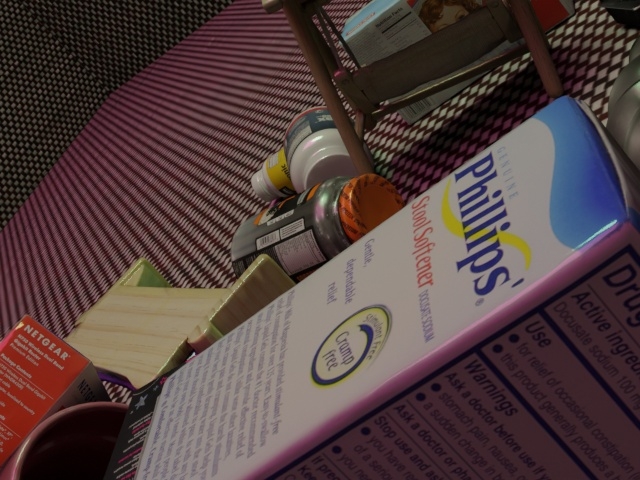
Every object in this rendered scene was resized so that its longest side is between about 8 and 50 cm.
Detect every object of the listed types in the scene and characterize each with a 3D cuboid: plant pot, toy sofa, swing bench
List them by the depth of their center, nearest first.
[{"bbox_3d":[-0.209,0.273,0.965,0.180,0.201,0.201,-48,13,40],"label":"plant pot"},{"bbox_3d":[-0.141,0.127,1.155,0.177,0.150,0.362,-50,22,-22],"label":"toy sofa"},{"bbox_3d":[0.106,-0.248,1.228,0.253,0.254,0.165,-23,26,16],"label":"swing bench"}]

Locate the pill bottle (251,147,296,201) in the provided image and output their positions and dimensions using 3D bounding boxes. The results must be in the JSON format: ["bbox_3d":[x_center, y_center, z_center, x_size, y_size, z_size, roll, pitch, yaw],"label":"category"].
[{"bbox_3d":[-0.042,-0.101,1.550,0.116,0.065,0.065,-30,24,33],"label":"pill bottle"}]

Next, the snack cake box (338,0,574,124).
[{"bbox_3d":[0.173,-0.289,1.396,0.264,0.152,0.089,-32,22,26],"label":"snack cake box"}]

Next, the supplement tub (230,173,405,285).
[{"bbox_3d":[0.000,0.000,1.197,0.190,0.117,0.117,-23,28,41],"label":"supplement tub"}]

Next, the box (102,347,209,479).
[{"bbox_3d":[-0.030,0.169,0.851,0.247,0.163,0.142,-31,27,30],"label":"box"}]

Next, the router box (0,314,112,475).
[{"bbox_3d":[-0.329,0.265,1.083,0.301,0.082,0.335,-51,-14,-21],"label":"router box"}]

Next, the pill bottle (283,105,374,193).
[{"bbox_3d":[0.012,-0.099,1.384,0.108,0.108,0.180,-40,21,9],"label":"pill bottle"}]

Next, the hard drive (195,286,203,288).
[{"bbox_3d":[-0.207,0.127,1.465,0.094,0.022,0.135,-30,24,32],"label":"hard drive"}]

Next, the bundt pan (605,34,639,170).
[{"bbox_3d":[0.349,-0.127,0.794,0.331,0.124,0.331,-36,22,17],"label":"bundt pan"}]

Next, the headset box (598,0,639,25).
[{"bbox_3d":[0.409,-0.328,1.095,0.293,0.110,0.218,-43,21,0],"label":"headset box"}]

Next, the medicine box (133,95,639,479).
[{"bbox_3d":[0.095,0.125,0.558,0.289,0.263,0.149,-36,22,19],"label":"medicine box"}]
